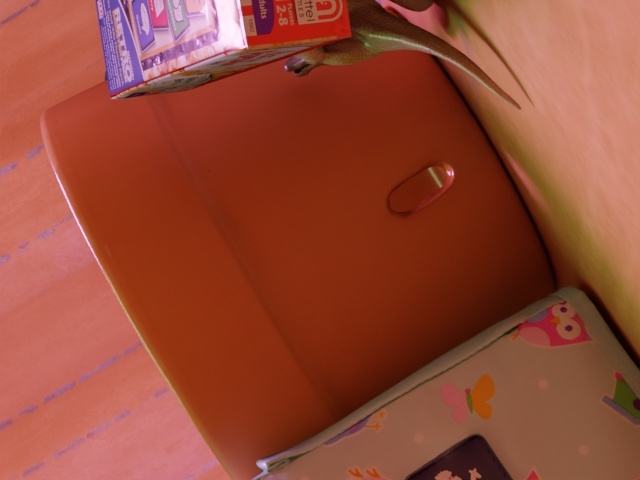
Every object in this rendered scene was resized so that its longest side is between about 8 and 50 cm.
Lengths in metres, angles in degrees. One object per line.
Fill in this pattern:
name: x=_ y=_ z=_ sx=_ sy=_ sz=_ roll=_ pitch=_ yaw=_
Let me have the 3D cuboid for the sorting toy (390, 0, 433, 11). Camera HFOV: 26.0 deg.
sorting toy: x=-0.026 y=-0.196 z=0.673 sx=0.196 sy=0.047 sz=0.348 roll=59 pitch=179 yaw=-18

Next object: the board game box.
board game box: x=-0.056 y=-0.141 z=0.579 sx=0.193 sy=0.045 sz=0.147 roll=-178 pitch=79 yaw=-67

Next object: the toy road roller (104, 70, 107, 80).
toy road roller: x=-0.054 y=-0.094 z=1.389 sx=0.240 sy=0.202 sz=0.329 roll=-77 pitch=-34 yaw=-72

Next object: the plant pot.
plant pot: x=0.000 y=0.000 z=0.812 sx=0.291 sy=0.203 sz=0.291 roll=59 pitch=179 yaw=2

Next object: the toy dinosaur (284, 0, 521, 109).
toy dinosaur: x=0.014 y=-0.097 z=0.629 sx=0.183 sy=0.092 sz=0.053 roll=20 pitch=101 yaw=62

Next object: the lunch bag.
lunch bag: x=0.096 y=0.179 z=0.700 sx=0.262 sy=0.223 sz=0.160 roll=61 pitch=173 yaw=-16
